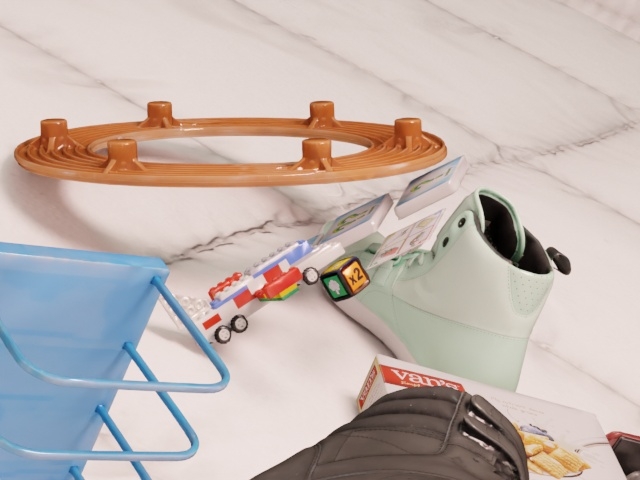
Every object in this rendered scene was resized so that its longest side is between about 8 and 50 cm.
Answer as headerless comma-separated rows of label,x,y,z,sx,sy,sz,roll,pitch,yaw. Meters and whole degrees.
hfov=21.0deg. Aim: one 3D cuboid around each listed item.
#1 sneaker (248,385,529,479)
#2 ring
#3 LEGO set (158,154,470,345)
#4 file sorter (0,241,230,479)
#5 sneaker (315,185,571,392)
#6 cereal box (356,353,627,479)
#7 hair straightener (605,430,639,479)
sneaker,0.092,0.140,0.878,0.295,0.105,0.147,5,28,40
ring,-0.069,-0.081,1.348,0.336,0.032,0.336,-1,12,0
LEGO set,0.000,0.000,1.210,0.060,0.182,0.244,60,21,-10
file sorter,-0.132,0.101,0.810,0.118,0.170,0.104,6,28,-39
sneaker,0.091,0.012,1.302,0.094,0.151,0.256,8,24,-35
cereal box,0.121,0.164,1.099,0.173,0.047,0.240,17,22,-14
hair straightener,0.299,0.200,1.232,0.230,0.047,0.089,20,31,-25
